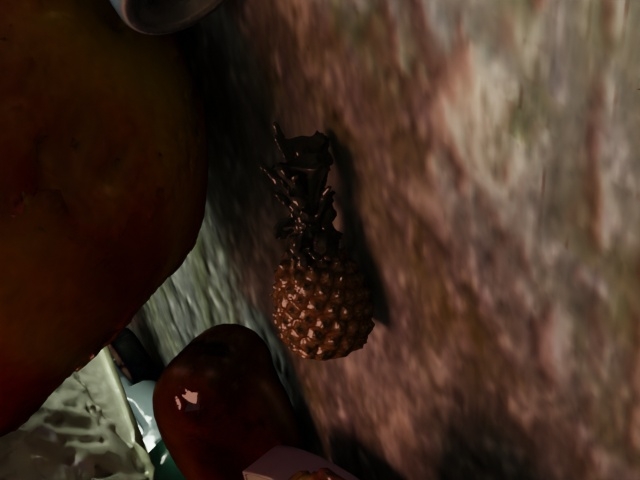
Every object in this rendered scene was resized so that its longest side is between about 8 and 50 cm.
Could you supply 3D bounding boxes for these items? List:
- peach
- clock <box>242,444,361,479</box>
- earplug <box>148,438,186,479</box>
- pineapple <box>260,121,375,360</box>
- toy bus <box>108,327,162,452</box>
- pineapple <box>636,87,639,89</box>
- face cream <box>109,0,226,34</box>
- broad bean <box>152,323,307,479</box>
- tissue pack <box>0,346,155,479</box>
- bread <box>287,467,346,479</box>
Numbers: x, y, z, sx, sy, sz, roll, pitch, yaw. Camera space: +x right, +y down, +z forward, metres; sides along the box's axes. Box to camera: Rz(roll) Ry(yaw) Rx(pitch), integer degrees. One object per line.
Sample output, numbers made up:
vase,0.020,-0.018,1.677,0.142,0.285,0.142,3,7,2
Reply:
peach,-0.258,-0.089,0.733,0.417,0.339,0.353,52,-177,-4
clock,0.007,0.212,0.812,0.172,0.064,0.198,47,154,12
earplug,-0.083,0.308,1.051,0.257,0.163,0.280,60,171,30
pineapple,0.000,0.000,0.655,0.058,0.058,0.124,40,140,48
toy bus,-0.196,0.244,1.237,0.287,0.194,0.232,44,164,41
pineapple,0.165,0.067,0.186,0.279,0.157,0.158,62,160,-3
face cream,-0.124,-0.213,0.666,0.229,0.075,0.075,57,158,22
broad bean,-0.061,0.135,0.902,0.114,0.084,0.165,16,135,44
tissue pack,-0.329,0.184,1.024,0.380,0.207,0.297,-51,51,29
bread,0.039,0.237,0.619,0.274,0.149,0.274,40,174,5
